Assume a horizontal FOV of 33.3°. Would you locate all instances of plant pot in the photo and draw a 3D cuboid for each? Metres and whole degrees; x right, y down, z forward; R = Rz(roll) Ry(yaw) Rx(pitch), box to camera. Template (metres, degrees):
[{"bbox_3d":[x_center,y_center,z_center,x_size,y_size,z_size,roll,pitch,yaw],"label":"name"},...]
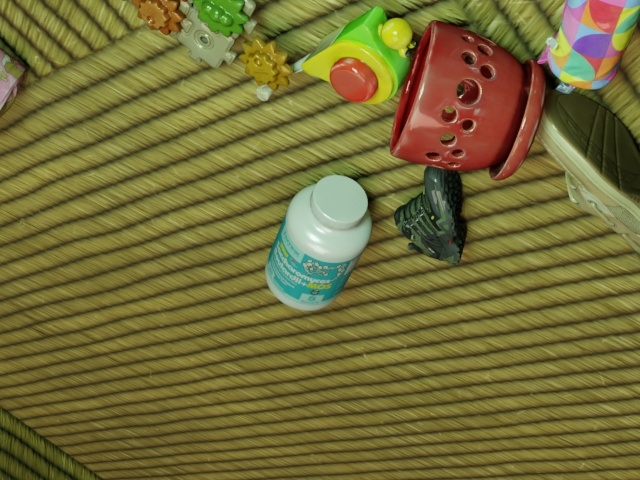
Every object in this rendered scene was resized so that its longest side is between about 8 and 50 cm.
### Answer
[{"bbox_3d":[0.200,-0.182,1.430,0.174,0.191,0.191,15,145,-2],"label":"plant pot"}]

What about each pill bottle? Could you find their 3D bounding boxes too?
[{"bbox_3d":[0.000,0.000,1.810,0.146,0.146,0.264,22,145,-2],"label":"pill bottle"}]

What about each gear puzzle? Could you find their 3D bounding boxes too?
[{"bbox_3d":[-0.185,-0.318,1.518,0.339,0.044,0.175,38,143,-5],"label":"gear puzzle"}]

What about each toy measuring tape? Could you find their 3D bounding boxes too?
[{"bbox_3d":[0.031,-0.233,1.522,0.121,0.121,0.330,37,151,-21],"label":"toy measuring tape"}]

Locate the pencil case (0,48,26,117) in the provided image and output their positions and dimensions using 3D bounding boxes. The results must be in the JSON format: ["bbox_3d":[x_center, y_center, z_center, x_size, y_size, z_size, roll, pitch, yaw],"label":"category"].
[{"bbox_3d":[-0.673,-0.322,1.724,0.386,0.167,0.160,37,175,-21],"label":"pencil case"}]

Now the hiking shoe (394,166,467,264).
[{"bbox_3d":[0.170,-0.039,1.721,0.114,0.086,0.227,5,143,17],"label":"hiking shoe"}]

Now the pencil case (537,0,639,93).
[{"bbox_3d":[0.340,-0.287,1.293,0.104,0.104,0.236,17,144,6],"label":"pencil case"}]

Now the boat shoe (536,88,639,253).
[{"bbox_3d":[0.402,-0.080,1.514,0.341,0.122,0.110,38,141,-24],"label":"boat shoe"}]
